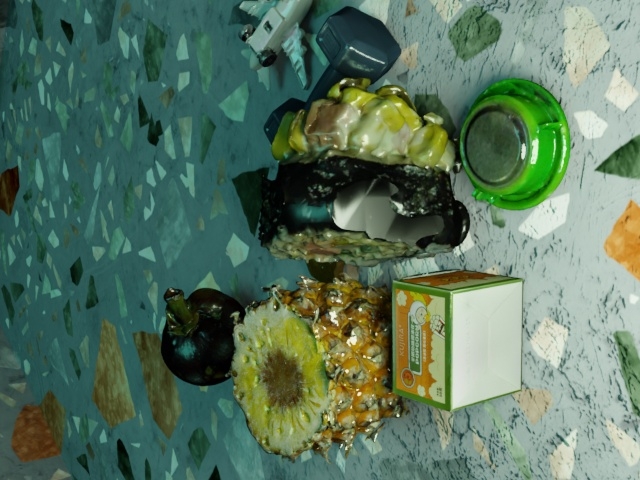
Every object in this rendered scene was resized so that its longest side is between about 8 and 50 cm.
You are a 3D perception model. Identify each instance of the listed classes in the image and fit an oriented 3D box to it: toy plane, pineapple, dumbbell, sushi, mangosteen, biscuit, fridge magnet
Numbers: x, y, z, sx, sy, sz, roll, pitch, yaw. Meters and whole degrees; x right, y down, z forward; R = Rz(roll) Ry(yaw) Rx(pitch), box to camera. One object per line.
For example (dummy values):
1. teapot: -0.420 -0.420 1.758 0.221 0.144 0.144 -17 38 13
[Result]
1. toy plane: -0.092 -0.440 1.779 0.251 0.101 0.255 54 135 16
2. pineapple: 0.024 0.230 1.571 0.352 0.300 0.352 11 104 52
3. dumbbell: 0.019 -0.287 1.630 0.316 0.156 0.143 -54 25 41
4. sushi: 0.060 -0.108 1.486 0.329 0.328 0.285 153 120 -67
5. mangosteen: -0.293 0.211 2.003 0.231 0.289 0.231 -22 43 23
6. biscuit: 0.002 -0.001 1.729 0.182 0.034 0.215 67 160 2
7. fridge magnet: 0.298 -0.150 1.331 0.208 0.088 0.208 11 104 51

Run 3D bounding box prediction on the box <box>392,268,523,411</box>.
1. box: 0.223 0.158 1.403 0.148 0.177 0.195 9 103 52
